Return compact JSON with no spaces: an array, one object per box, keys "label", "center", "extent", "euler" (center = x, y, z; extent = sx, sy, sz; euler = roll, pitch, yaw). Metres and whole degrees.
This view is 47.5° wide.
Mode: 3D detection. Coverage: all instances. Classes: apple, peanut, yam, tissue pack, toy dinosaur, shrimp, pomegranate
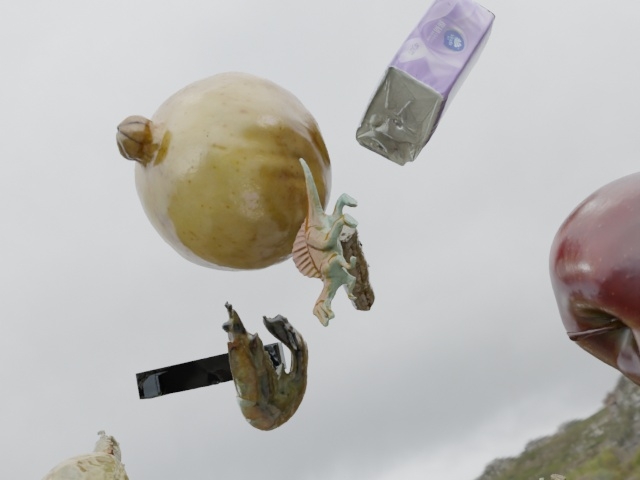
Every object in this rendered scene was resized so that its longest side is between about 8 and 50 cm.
[{"label":"apple","center":[0.440,0.040,0.862],"extent":[0.317,0.288,0.288],"euler":[-29,-27,-11]},{"label":"peanut","center":[-0.254,0.262,0.695],"extent":[0.080,0.080,0.174],"euler":[-50,-8,35]},{"label":"yam","center":[0.054,0.045,1.155],"extent":[0.057,0.056,0.241],"euler":[-26,-33,-6]},{"label":"tissue pack","center":[0.232,-0.356,1.604],"extent":[0.338,0.160,0.242],"euler":[-58,-4,-34]},{"label":"toy dinosaur","center":[0.001,0.001,1.031],"extent":[0.057,0.212,0.142],"euler":[10,-53,-44]},{"label":"shrimp","center":[-0.073,0.186,1.126],"extent":[0.145,0.059,0.254],"euler":[-26,-61,-32]},{"label":"pomegranate","center":[-0.181,-0.129,1.327],"extent":[0.410,0.410,0.410],"euler":[-22,-28,-13]}]

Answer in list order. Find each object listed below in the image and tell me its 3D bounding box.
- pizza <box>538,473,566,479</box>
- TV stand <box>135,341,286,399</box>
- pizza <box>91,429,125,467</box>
[{"label":"pizza","center":[0.552,0.587,1.529],"extent":[0.069,0.226,0.147],"euler":[7,-84,-65]},{"label":"TV stand","center":[-0.187,0.223,1.242],"extent":[0.257,0.048,0.040],"euler":[-13,-12,9]},{"label":"pizza","center":[-0.306,0.366,0.953],"extent":[0.071,0.297,0.189],"euler":[10,-79,-11]}]
